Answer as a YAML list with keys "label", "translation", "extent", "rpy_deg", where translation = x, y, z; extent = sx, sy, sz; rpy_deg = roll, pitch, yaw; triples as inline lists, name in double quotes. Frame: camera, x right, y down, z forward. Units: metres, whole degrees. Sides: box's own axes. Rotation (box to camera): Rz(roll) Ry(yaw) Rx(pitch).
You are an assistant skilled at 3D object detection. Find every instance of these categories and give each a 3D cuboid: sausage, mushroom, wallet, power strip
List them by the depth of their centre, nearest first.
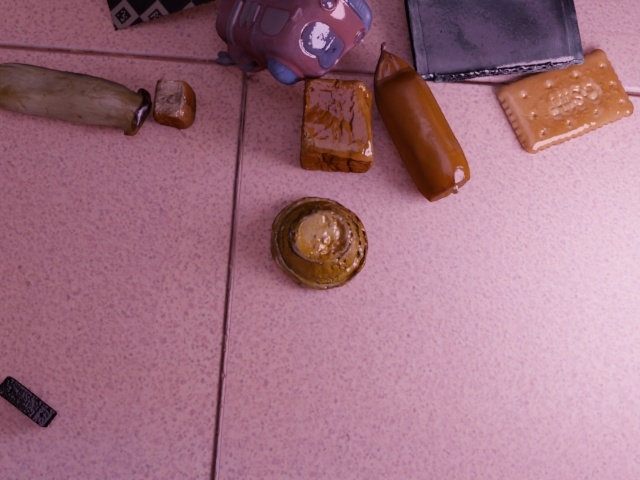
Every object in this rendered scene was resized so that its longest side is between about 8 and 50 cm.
- label: "power strip"
  translation: [-0.518, 0.286, 1.576]
  extent: [0.111, 0.029, 0.038]
  rpy_deg: [36, 76, 8]
- label: "mushroom"
  translation: [-0.478, -0.274, 1.705]
  extent: [0.312, 0.081, 0.099]
  rpy_deg: [12, 68, 1]
- label: "sausage"
  translation: [0.181, -0.232, 1.723]
  extent: [0.112, 0.112, 0.328]
  rpy_deg: [-23, 78, -9]
- label: "wallet"
  translation: [0.344, -0.440, 1.806]
  extent: [0.342, 0.075, 0.237]
  rpy_deg: [-7, 77, -4]

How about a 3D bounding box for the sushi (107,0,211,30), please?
- label: "sushi"
  translation: [-0.326, -0.588, 1.796]
  extent: [0.264, 0.050, 0.289]
  rpy_deg: [-14, 88, 10]

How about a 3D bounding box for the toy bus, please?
- label: "toy bus"
  translation: [-0.064, -0.412, 1.685]
  extent: [0.294, 0.197, 0.231]
  rpy_deg: [24, 83, 36]

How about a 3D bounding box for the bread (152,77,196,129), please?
- label: "bread"
  translation: [-0.281, -0.263, 1.720]
  extent: [0.077, 0.070, 0.083]
  rpy_deg: [7, 77, -1]

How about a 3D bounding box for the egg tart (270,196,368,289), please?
- label: "egg tart"
  translation: [0.000, 0.000, 1.668]
  extent: [0.191, 0.074, 0.191]
  rpy_deg: [2, 74, -6]

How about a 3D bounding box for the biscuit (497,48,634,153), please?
- label: "biscuit"
  translation: [0.494, -0.282, 1.797]
  extent: [0.250, 0.030, 0.160]
  rpy_deg: [-21, 77, -9]

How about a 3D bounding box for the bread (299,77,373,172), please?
- label: "bread"
  translation: [0.032, -0.213, 1.693]
  extent: [0.143, 0.149, 0.158]
  rpy_deg: [0, 81, -2]
